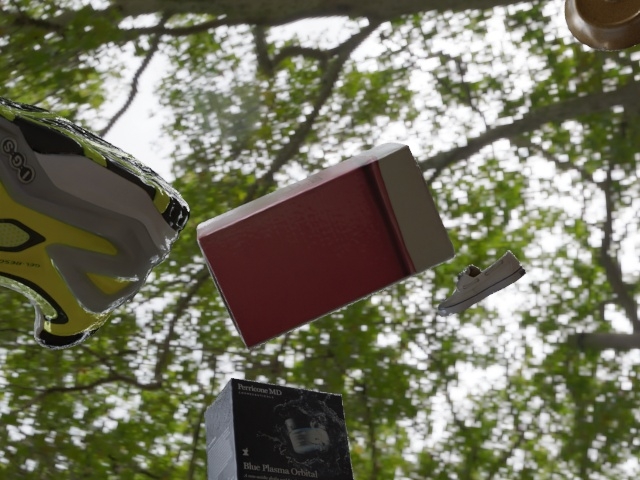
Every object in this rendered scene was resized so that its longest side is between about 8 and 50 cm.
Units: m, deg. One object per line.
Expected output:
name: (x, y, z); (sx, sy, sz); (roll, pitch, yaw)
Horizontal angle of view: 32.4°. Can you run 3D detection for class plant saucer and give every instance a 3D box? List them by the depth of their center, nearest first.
plant saucer: (0.219, -0.181, 0.815); (0.015, 0.083, 0.083); (34, -114, -56)

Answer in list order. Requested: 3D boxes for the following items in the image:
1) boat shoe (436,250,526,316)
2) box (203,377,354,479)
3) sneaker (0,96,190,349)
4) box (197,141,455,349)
boat shoe: (0.150, 0.041, 1.071); (0.035, 0.100, 0.035); (57, -148, -1)
box: (-0.051, 0.265, 1.341); (0.156, 0.093, 0.158); (12, -134, -24)
sneaker: (-0.280, -0.054, 0.715); (0.384, 0.145, 0.147); (29, -85, -14)
box: (0.000, 0.000, 1.144); (0.232, 0.148, 0.127); (-24, -82, -4)
